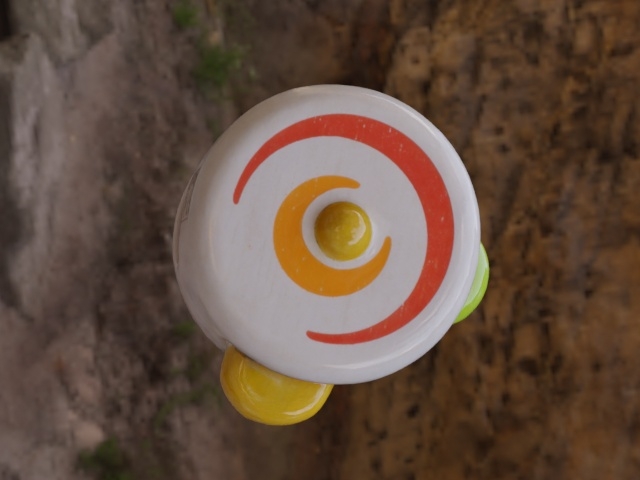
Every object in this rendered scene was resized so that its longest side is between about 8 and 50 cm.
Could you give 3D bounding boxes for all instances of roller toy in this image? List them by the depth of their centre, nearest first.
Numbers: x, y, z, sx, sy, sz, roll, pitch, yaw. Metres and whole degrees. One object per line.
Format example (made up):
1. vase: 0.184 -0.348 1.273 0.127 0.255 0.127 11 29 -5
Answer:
1. roller toy: 0.000 0.000 0.917 0.191 0.209 0.146 61 -12 -1
